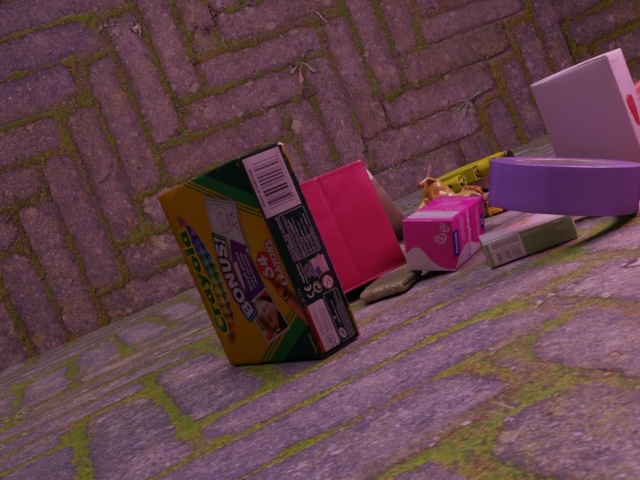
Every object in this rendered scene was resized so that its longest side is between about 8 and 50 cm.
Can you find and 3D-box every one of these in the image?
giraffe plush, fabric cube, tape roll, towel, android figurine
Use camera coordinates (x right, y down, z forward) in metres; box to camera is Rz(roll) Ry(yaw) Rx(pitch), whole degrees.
[{"bbox_3d":[0.337,-0.075,2.024,0.170,0.210,0.181,12,16,23],"label":"giraffe plush"},{"bbox_3d":[0.000,0.000,1.856,0.259,0.258,0.254,-24,-2,-24],"label":"fabric cube"},{"bbox_3d":[0.459,-0.107,1.531,0.275,0.090,0.275,1,9,0],"label":"tape roll"},{"bbox_3d":[0.151,0.091,1.689,0.110,0.027,0.148,-19,5,26],"label":"towel"},{"bbox_3d":[0.417,-0.184,2.316,0.273,0.056,0.248,-23,3,43],"label":"android figurine"}]

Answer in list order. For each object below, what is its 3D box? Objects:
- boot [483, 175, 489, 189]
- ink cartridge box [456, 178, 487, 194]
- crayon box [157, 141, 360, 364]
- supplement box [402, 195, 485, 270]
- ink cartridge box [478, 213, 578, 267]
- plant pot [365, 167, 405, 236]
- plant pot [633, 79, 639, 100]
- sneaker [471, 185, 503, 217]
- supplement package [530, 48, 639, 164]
[{"bbox_3d":[0.572,-0.208,2.702,0.248,0.090,0.207,-24,6,20],"label":"boot"},{"bbox_3d":[0.437,-0.136,2.522,0.154,0.093,0.212,-21,7,7],"label":"ink cartridge box"},{"bbox_3d":[-0.122,0.040,1.467,0.106,0.363,0.313,-26,6,-38],"label":"crayon box"},{"bbox_3d":[0.268,-0.018,1.729,0.114,0.111,0.220,1,17,30],"label":"supplement box"},{"bbox_3d":[0.400,-0.015,1.599,0.171,0.056,0.235,-21,6,9],"label":"ink cartridge box"},{"bbox_3d":[0.097,-0.057,2.494,0.274,0.256,0.256,-38,3,6],"label":"plant pot"},{"bbox_3d":[0.861,-0.321,1.829,0.265,0.272,0.272,-29,1,30],"label":"plant pot"},{"bbox_3d":[0.422,-0.105,2.237,0.225,0.093,0.088,-20,6,35],"label":"sneaker"},{"bbox_3d":[0.608,-0.246,1.767,0.175,0.293,0.177,-19,6,33],"label":"supplement package"}]
